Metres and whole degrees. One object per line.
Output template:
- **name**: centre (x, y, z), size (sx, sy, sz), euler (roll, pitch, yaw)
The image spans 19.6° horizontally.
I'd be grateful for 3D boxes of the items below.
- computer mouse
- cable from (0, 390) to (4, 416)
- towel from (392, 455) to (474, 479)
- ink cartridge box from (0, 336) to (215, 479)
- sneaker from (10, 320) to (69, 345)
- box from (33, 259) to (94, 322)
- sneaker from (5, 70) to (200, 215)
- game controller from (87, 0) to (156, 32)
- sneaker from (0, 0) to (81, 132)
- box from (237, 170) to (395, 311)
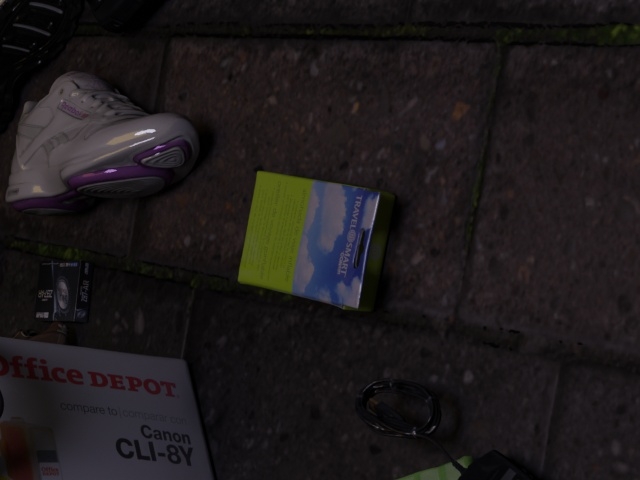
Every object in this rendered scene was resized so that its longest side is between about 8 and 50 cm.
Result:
- **computer mouse**: centre (0.111, 0.182, 1.477), size (0.071, 0.041, 0.242), euler (-50, 46, 0)
- **cable**: centre (-0.330, 0.163, 1.596), size (0.150, 0.047, 0.185), euler (14, 87, 43)
- **towel**: centre (0.096, 0.262, 1.510), size (0.113, 0.023, 0.152), euler (-24, 62, 43)
- **ink cartridge box**: centre (-0.232, 0.292, 1.688), size (0.160, 0.279, 0.385), euler (-40, 53, 37)
- **sneaker**: centre (-0.327, 0.137, 2.024), size (0.188, 0.066, 0.071), euler (-16, 45, 49)
- **box**: centre (-0.278, 0.055, 2.002), size (0.083, 0.018, 0.067), euler (-1, 81, 50)
- **sneaker**: centre (-0.236, -0.114, 1.913), size (0.305, 0.114, 0.152), euler (-10, 76, 49)
- **game controller**: centre (-0.149, -0.358, 1.920), size (0.319, 0.067, 0.166), euler (-41, 39, 37)
- **sneaker**: centre (-0.367, -0.231, 2.114), size (0.271, 0.100, 0.108), euler (-46, 45, 34)
- **box**: centre (0.000, 0.000, 1.661), size (0.178, 0.042, 0.109), euler (11, 91, 50)
